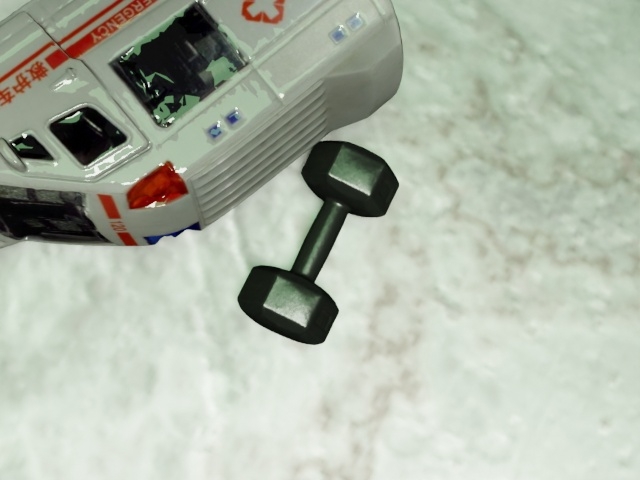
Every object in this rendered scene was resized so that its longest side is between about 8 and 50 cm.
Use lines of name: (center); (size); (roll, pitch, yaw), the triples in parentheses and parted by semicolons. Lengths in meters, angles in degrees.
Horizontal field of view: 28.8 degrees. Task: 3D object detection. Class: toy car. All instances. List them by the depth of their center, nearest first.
toy car: (-0.071, -0.051, 0.482); (0.210, 0.089, 0.108); (-37, 77, -11)

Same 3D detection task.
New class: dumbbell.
dumbbell: (0.000, 0.000, 0.509); (0.036, 0.040, 0.083); (33, 77, -31)
